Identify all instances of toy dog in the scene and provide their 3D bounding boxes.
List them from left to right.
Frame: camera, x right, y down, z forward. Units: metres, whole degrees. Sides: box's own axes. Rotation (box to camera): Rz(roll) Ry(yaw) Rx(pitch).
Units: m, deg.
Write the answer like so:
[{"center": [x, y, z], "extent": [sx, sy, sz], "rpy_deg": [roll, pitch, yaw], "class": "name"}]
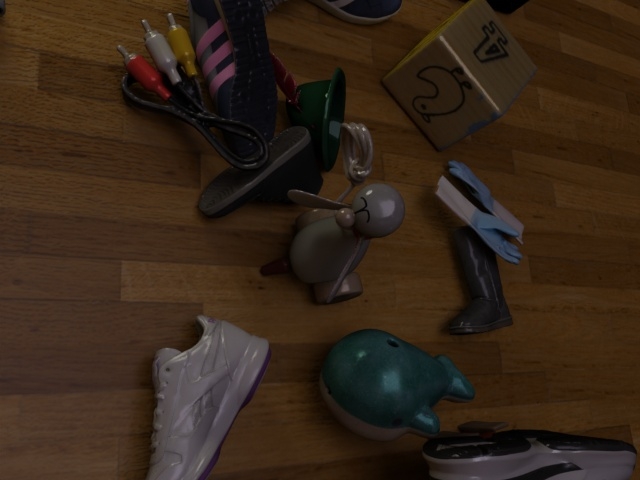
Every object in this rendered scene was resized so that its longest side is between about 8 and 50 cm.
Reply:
[{"center": [0.000, 0.000, 0.960], "extent": [0.160, 0.334, 0.220], "rpy_deg": [-14, 57, -17], "class": "toy dog"}]

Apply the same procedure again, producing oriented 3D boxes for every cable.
[{"center": [-0.204, -0.209, 0.967], "extent": [0.139, 0.072, 0.287], "rpy_deg": [-37, 80, -9], "class": "cable"}]

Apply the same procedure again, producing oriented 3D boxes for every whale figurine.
[{"center": [0.134, 0.215, 1.016], "extent": [0.271, 0.141, 0.216], "rpy_deg": [1, 31, -29], "class": "whale figurine"}]

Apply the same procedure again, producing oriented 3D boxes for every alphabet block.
[{"center": [0.281, -0.336, 1.277], "extent": [0.197, 0.192, 0.193], "rpy_deg": [47, 55, -10], "class": "alphabet block"}]

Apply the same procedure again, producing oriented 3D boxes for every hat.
[{"center": [-0.058, -0.236, 1.127], "extent": [0.183, 0.173, 0.209], "rpy_deg": [8, 76, 9], "class": "hat"}]

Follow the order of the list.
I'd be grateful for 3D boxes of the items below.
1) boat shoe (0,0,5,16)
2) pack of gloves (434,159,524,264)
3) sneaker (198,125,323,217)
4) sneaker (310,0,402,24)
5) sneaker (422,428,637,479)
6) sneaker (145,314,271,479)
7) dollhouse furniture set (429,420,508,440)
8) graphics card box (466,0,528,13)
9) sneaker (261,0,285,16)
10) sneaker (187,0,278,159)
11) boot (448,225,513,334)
[{"center": [-0.539, -0.327, 0.839], "extent": [0.227, 0.079, 0.081], "rpy_deg": [-18, 81, -37], "class": "boat shoe"}, {"center": [0.340, -0.069, 1.270], "extent": [0.232, 0.046, 0.195], "rpy_deg": [43, 36, -8], "class": "pack of gloves"}, {"center": [-0.087, -0.080, 1.042], "extent": [0.222, 0.083, 0.118], "rpy_deg": [-37, 129, -16], "class": "sneaker"}, {"center": [0.037, -0.530, 1.211], "extent": [0.349, 0.148, 0.131], "rpy_deg": [7, 72, -30], "class": "sneaker"}, {"center": [0.334, 0.438, 0.986], "extent": [0.447, 0.169, 0.258], "rpy_deg": [8, 78, -33], "class": "sneaker"}, {"center": [-0.194, 0.242, 0.877], "extent": [0.152, 0.114, 0.305], "rpy_deg": [32, 56, -4], "class": "sneaker"}, {"center": [0.257, 0.457, 1.053], "extent": [0.259, 0.135, 0.262], "rpy_deg": [-6, 78, -32], "class": "dollhouse furniture set"}, {"center": [0.379, -0.750, 1.519], "extent": [0.232, 0.094, 0.371], "rpy_deg": [1, 74, -32], "class": "graphics card box"}, {"center": [-0.079, -0.470, 1.140], "extent": [0.166, 0.065, 0.076], "rpy_deg": [-26, 75, 1], "class": "sneaker"}, {"center": [-0.156, -0.291, 1.057], "extent": [0.112, 0.131, 0.319], "rpy_deg": [-17, 107, -46], "class": "sneaker"}, {"center": [0.297, 0.074, 1.231], "extent": [0.189, 0.076, 0.209], "rpy_deg": [-5, 85, -47], "class": "boot"}]
